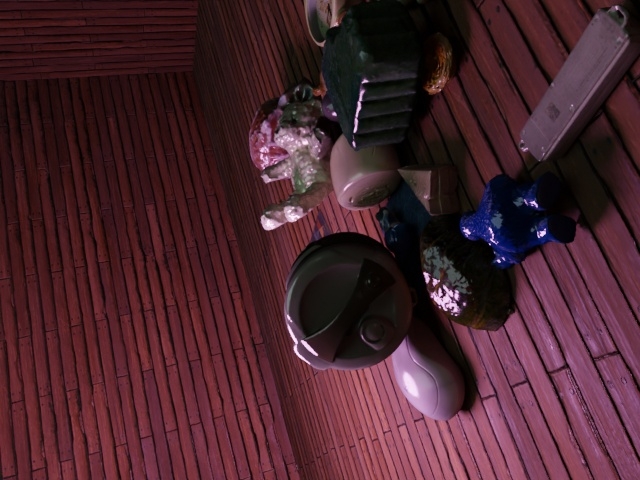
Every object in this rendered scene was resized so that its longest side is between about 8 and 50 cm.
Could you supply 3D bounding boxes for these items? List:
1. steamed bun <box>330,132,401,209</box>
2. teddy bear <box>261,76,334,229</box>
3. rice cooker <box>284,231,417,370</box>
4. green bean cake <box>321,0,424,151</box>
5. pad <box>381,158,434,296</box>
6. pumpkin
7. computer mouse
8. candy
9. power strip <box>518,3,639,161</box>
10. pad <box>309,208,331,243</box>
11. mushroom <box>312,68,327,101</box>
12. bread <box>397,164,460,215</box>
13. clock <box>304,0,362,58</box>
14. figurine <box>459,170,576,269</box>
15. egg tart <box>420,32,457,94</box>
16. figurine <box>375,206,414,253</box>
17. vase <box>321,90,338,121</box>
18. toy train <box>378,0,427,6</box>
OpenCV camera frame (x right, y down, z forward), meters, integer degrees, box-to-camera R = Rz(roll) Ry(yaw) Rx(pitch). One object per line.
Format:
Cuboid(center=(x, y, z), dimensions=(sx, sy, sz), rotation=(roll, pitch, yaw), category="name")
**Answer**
Cuboid(center=(0.107, -0.199, 1.474), dimensions=(0.250, 0.154, 0.200), rotation=(126, 136, -62), category="steamed bun")
Cuboid(center=(-0.098, -0.281, 1.727), dimensions=(0.327, 0.375, 0.362), rotation=(-17, 107, 50), category="teddy bear")
Cuboid(center=(0.063, 0.149, 1.414), dimensions=(0.325, 0.335, 0.335), rotation=(-77, -19, -79), category="rice cooker")
Cuboid(center=(0.117, -0.407, 1.267), dimensions=(0.308, 0.169, 0.300), rotation=(94, 164, -59), category="green bean cake")
Cuboid(center=(0.237, -0.028, 1.422), dimensions=(0.270, 0.012, 0.269), rotation=(105, 148, -48), category="pad")
Cuboid(center=(0.302, 0.064, 1.161), dimensions=(0.163, 0.111, 0.279), rotation=(-8, 90, 65), category="pumpkin")
Cuboid(center=(0.246, 0.326, 1.410), dimensions=(0.297, 0.121, 0.184), rotation=(-125, 30, -46), category="computer mouse")
Cuboid(center=(-0.142, -0.356, 1.980), dimensions=(0.157, 0.214, 0.290), rotation=(46, 142, 49), category="candy")
Cuboid(center=(0.397, -0.232, 0.851), dimensions=(0.272, 0.052, 0.078), rotation=(109, 145, -50), category="power strip")
Cuboid(center=(0.000, 0.000, 2.067), dimensions=(0.211, 0.003, 0.143), rotation=(107, 147, -49), category="pad")
Cuboid(center=(0.027, -0.462, 1.667), dimensions=(0.127, 0.087, 0.127), rotation=(168, 90, -74), category="mushroom")
Cuboid(center=(0.245, -0.119, 1.267), dimensions=(0.152, 0.077, 0.105), rotation=(-157, 61, -67), category="bread")
Cuboid(center=(0.036, -0.647, 1.547), dimensions=(0.235, 0.096, 0.308), rotation=(-153, 56, -63), category="clock")
Cuboid(center=(0.333, -0.036, 1.011), dimensions=(0.262, 0.120, 0.164), rotation=(132, 121, -67), category="figurine")
Cuboid(center=(0.252, -0.376, 1.173), dimensions=(0.129, 0.049, 0.129), rotation=(175, 90, -70), category="egg tart")
Cuboid(center=(0.188, -0.030, 1.432), dimensions=(0.086, 0.087, 0.149), rotation=(48, -175, -39), category="figurine")
Cuboid(center=(0.074, -0.347, 1.577), dimensions=(0.120, 0.120, 0.183), rotation=(26, 137, 65), category="vase")
Cuboid(center=(0.194, -0.586, 1.159), dimensions=(0.285, 0.116, 0.177), rotation=(12, 123, 67), category="toy train")
